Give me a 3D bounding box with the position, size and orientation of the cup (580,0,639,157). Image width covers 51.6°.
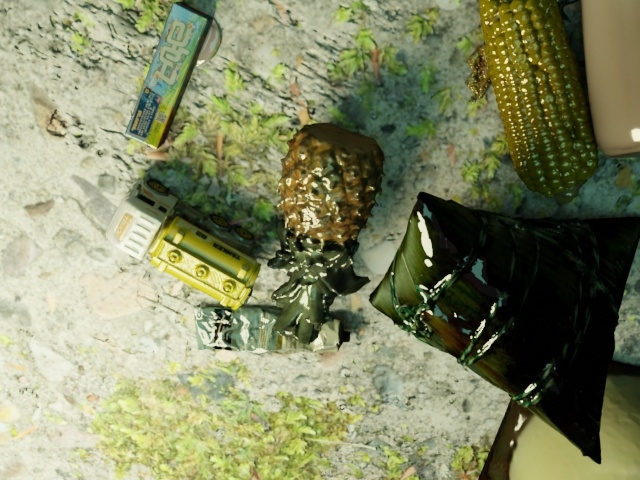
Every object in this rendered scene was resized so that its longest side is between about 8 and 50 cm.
[{"bbox_3d":[0.440,-0.208,0.809,0.252,0.191,0.201,-6,92,-40],"label":"cup"}]

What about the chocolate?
[{"bbox_3d":[0.448,0.376,0.987,0.325,0.297,0.314,17,105,-4],"label":"chocolate"}]

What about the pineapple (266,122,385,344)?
[{"bbox_3d":[0.000,0.000,0.931,0.170,0.141,0.310,29,118,30],"label":"pineapple"}]

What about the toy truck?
[{"bbox_3d":[-0.192,0.007,0.955,0.226,0.114,0.098,30,109,-9],"label":"toy truck"}]

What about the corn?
[{"bbox_3d":[0.286,-0.196,0.867,0.119,0.119,0.322,-16,104,7],"label":"corn"}]

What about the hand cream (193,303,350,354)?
[{"bbox_3d":[-0.076,0.144,1.047,0.247,0.052,0.075,3,88,7],"label":"hand cream"}]

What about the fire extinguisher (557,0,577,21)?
[{"bbox_3d":[0.313,-0.369,0.831,0.050,0.062,0.177,-8,113,-27],"label":"fire extinguisher"}]

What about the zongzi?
[{"bbox_3d":[0.292,0.041,0.918,0.383,0.319,0.362,33,67,4],"label":"zongzi"}]

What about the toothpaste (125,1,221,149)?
[{"bbox_3d":[-0.199,-0.219,0.907,0.070,0.044,0.194,24,110,-7],"label":"toothpaste"}]

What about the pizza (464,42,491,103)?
[{"bbox_3d":[0.217,-0.228,0.908,0.037,0.016,0.083,8,112,5],"label":"pizza"}]
